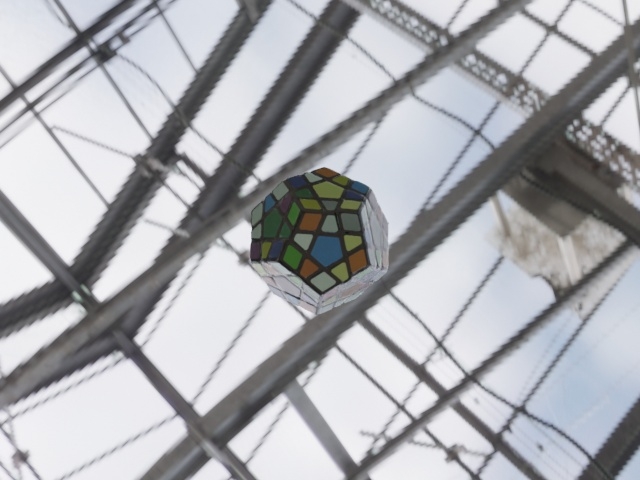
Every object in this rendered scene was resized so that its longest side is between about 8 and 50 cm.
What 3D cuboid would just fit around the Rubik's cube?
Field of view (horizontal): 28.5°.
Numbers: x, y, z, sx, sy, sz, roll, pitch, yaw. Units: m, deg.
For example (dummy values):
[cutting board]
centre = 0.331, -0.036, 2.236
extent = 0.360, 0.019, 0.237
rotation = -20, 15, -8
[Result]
[Rubik's cube]
centre = 0.000, 0.000, 1.138
extent = 0.133, 0.133, 0.112
rotation = -32, -171, -2
